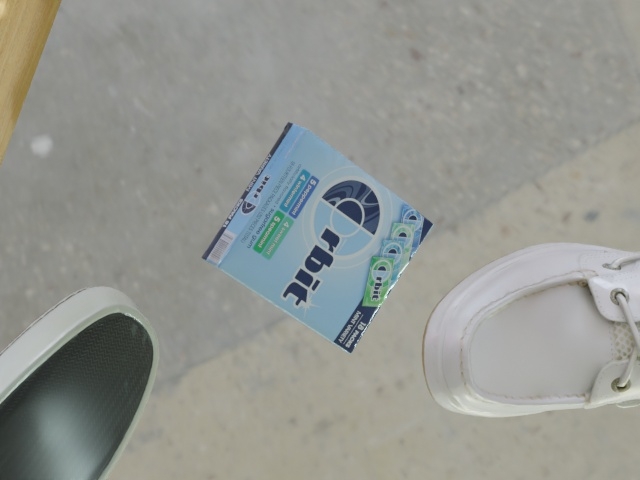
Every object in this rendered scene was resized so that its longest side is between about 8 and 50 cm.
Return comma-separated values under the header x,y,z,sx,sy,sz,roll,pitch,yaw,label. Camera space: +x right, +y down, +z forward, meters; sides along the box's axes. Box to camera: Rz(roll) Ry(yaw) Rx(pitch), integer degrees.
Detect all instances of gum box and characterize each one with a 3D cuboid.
x,y,z,sx,sy,sz,roll,pitch,yaw,label
0.000,0.000,1.579,0.184,0.041,0.157,36,85,-33,gum box

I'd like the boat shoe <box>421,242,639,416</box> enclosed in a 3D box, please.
x,y,z,sx,sy,sz,roll,pitch,yaw,label
0.190,0.049,0.967,0.277,0.096,0.098,-10,101,-31,boat shoe

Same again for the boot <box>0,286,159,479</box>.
x,y,z,sx,sy,sz,roll,pitch,yaw,label
-0.205,0.103,0.809,0.244,0.176,0.088,-50,131,-16,boot

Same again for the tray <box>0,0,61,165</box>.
x,y,z,sx,sy,sz,roll,pitch,yaw,label
-0.236,-0.210,0.959,0.203,0.076,0.411,43,133,13,tray
